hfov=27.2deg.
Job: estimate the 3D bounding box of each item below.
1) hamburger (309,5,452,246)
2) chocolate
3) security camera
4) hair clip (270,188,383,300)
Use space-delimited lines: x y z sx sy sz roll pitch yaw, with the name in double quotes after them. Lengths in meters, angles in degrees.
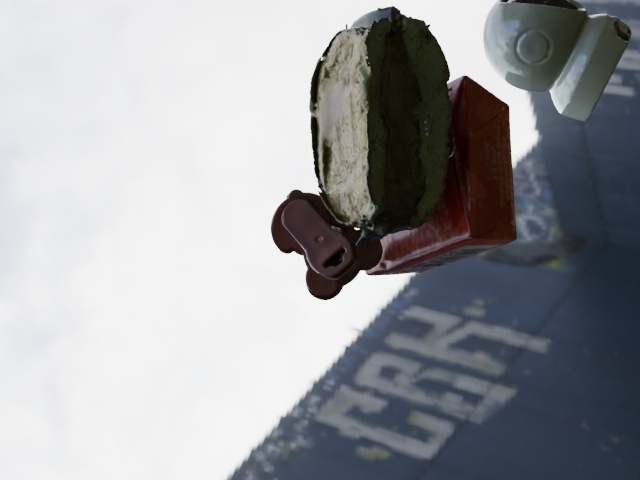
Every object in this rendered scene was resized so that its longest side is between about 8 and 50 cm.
0.069 -0.151 1.765 0.132 0.211 0.308 -6 -83 -25 "hamburger"
0.164 -0.080 1.850 0.108 0.237 0.234 10 -111 -33 "chocolate"
0.391 -0.333 2.279 0.194 0.236 0.194 -63 -5 -10 "security camera"
0.002 0.002 1.817 0.123 0.138 0.102 -45 -19 -2 "hair clip"
